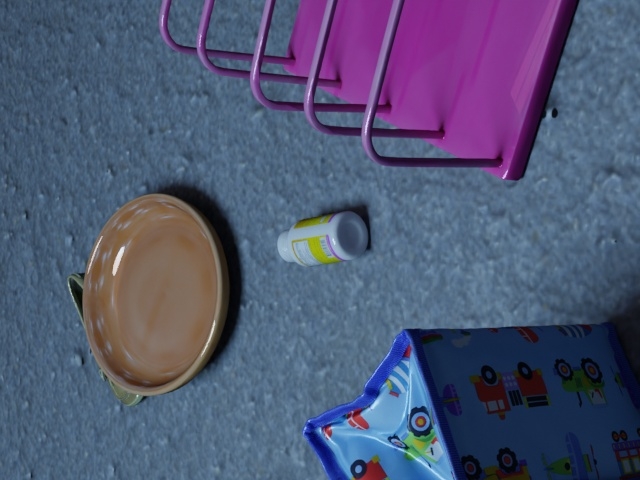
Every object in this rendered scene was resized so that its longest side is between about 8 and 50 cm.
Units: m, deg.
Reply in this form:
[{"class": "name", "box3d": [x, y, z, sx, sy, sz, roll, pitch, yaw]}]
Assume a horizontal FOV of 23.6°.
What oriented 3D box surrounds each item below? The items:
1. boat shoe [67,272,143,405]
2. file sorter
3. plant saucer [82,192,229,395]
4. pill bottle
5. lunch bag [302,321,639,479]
[{"class": "boat shoe", "box3d": [-0.223, 0.102, 1.593, 0.056, 0.048, 0.153, -36, 64, 42]}, {"class": "file sorter", "box3d": [0.028, -0.194, 1.221, 0.290, 0.182, 0.202, 31, 113, 43]}, {"class": "plant saucer", "box3d": [-0.158, 0.054, 1.516, 0.200, 0.037, 0.200, -5, 82, 41]}, {"class": "pill bottle", "box3d": [0.000, 0.000, 1.352, 0.083, 0.043, 0.043, -9, 83, 48]}, {"class": "lunch bag", "box3d": [0.157, 0.212, 1.045, 0.138, 0.221, 0.293, -48, 56, 36]}]
